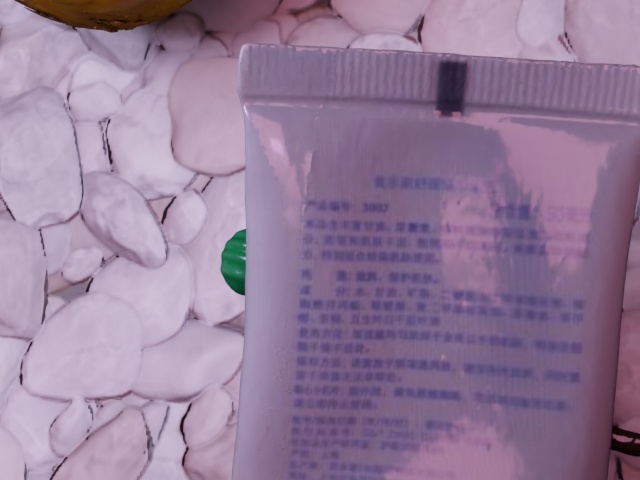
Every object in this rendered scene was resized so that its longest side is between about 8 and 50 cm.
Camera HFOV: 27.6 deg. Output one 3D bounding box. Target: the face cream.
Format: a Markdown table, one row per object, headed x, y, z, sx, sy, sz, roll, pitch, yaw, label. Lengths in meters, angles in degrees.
| x | y | z | sx | sy | sz | roll | pitch | yaw | label |
| --- | --- | --- | --- | --- | --- | --- | --- | --- | --- |
| 0.059 | 0.103 | 0.754 | 0.235 | 0.137 | 0.420 | 4 | 100 | 3 | face cream |

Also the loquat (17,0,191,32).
| x | y | z | sx | sy | sz | roll | pitch | yaw | label |
| --- | --- | --- | --- | --- | --- | --- | --- | --- | --- |
| -0.154 | -0.260 | 0.892 | 0.235 | 0.235 | 0.235 | -3 | 78 | 14 | loquat |

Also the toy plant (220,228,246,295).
| x | y | z | sx | sy | sz | roll | pitch | yaw | label |
| --- | --- | --- | --- | --- | --- | --- | --- | --- | --- |
| 0.000 | 0.000 | 0.867 | 0.143 | 0.105 | 0.200 | -42 | 54 | 15 | toy plant |

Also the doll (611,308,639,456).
| x | y | z | sx | sy | sz | roll | pitch | yaw | label |
| --- | --- | --- | --- | --- | --- | --- | --- | --- | --- |
| 0.123 | 0.091 | 0.837 | 0.165 | 0.057 | 0.139 | -19 | 76 | 19 | doll |
